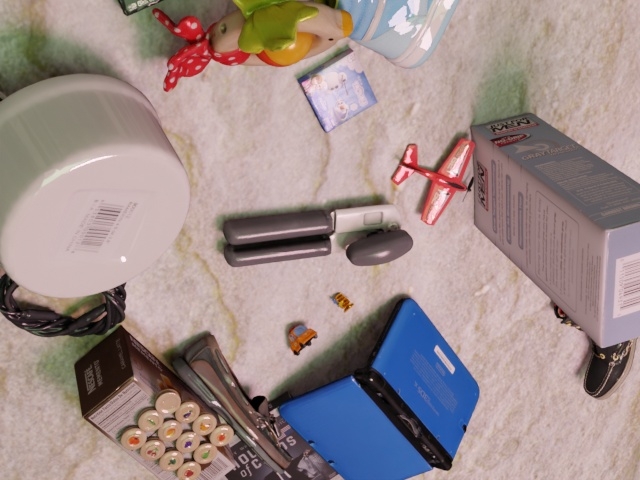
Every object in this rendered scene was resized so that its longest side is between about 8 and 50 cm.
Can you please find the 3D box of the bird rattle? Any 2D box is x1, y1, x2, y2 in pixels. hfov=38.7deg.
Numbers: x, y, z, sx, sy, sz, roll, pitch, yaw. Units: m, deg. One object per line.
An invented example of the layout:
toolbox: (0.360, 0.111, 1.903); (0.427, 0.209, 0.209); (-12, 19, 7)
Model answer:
bird rattle: (-0.077, -0.251, 1.143); (0.207, 0.143, 0.253); (0, 162, -41)

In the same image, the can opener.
can opener: (0.000, 0.000, 1.367); (0.283, 0.095, 0.076); (-7, 118, -18)

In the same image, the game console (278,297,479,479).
game console: (0.111, 0.275, 1.582); (0.293, 0.173, 0.250); (52, 54, -34)

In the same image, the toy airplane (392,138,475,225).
toy airplane: (0.175, -0.098, 1.422); (0.151, 0.028, 0.151); (-9, 118, -17)

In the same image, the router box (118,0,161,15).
router box: (-0.208, -0.348, 1.135); (0.122, 0.038, 0.092); (-26, 122, -6)

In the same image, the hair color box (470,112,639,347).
hair color box: (0.351, -0.030, 1.319); (0.113, 0.374, 0.185); (-15, 121, -13)

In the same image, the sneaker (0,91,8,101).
sneaker: (-0.430, -0.161, 1.124); (0.100, 0.108, 0.271); (-43, 141, -17)

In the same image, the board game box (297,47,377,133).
board game box: (0.025, -0.214, 1.307); (0.090, 0.020, 0.090); (-33, 123, -4)

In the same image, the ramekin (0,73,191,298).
ramekin: (-0.298, -0.057, 1.140); (0.277, 0.135, 0.277); (-25, 144, -20)

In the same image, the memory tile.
memory tile: (-0.206, 0.285, 1.322); (0.113, 0.012, 0.148); (-47, 122, 3)

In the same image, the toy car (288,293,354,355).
toy car: (-0.005, 0.133, 1.483); (0.122, 0.060, 0.040); (-40, 80, -17)

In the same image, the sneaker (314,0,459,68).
sneaker: (0.099, -0.394, 1.179); (0.208, 0.127, 0.319); (12, 111, -27)

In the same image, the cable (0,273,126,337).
cable: (-0.368, 0.082, 1.288); (0.184, 0.047, 0.150); (2, 137, -18)

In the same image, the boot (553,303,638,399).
boot: (0.490, 0.168, 1.654); (0.178, 0.085, 0.236); (15, 104, -25)

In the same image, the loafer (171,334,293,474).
loafer: (-0.121, 0.263, 1.450); (0.084, 0.096, 0.267); (-45, 112, -11)

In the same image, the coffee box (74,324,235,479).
coffee box: (-0.251, 0.265, 1.386); (0.098, 0.141, 0.246); (-39, 122, 1)

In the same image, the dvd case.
dvd case: (-0.075, 0.390, 1.586); (0.179, 0.029, 0.239); (-33, 124, -3)
